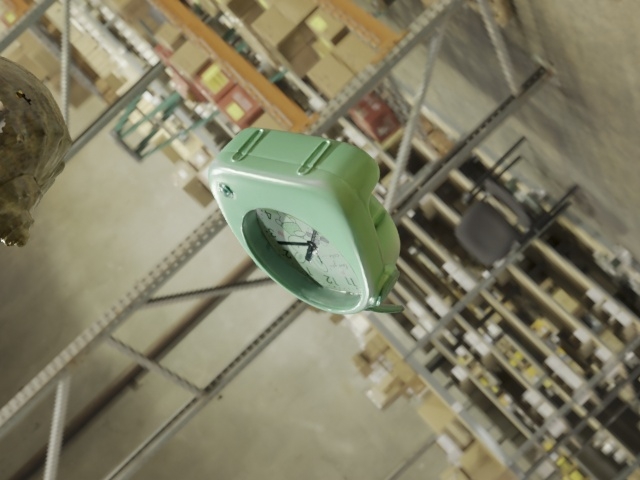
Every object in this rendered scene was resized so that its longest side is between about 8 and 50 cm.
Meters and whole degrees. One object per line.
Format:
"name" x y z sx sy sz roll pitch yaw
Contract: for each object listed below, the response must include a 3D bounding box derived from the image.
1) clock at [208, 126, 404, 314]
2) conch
"clock" 0.000 0.000 0.499 0.101 0.041 0.135 15 145 36
"conch" -0.266 -0.084 0.693 0.207 0.130 0.155 59 175 12
